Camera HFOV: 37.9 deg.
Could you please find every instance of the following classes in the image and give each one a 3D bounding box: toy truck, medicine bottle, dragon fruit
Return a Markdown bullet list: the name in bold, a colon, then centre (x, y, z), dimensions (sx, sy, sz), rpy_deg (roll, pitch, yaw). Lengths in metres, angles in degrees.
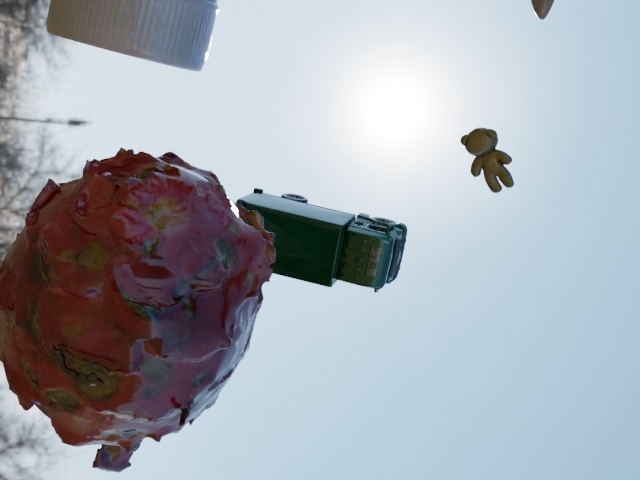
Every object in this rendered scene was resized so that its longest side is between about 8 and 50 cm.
- **toy truck**: centre (0.000, 0.000, 0.838), dimensions (0.079, 0.147, 0.065), rpy_deg (-44, 146, -72)
- **medicine bottle**: centre (-0.149, -0.305, 0.857), dimensions (0.165, 0.165, 0.273), rpy_deg (31, -72, 61)
- **dragon fruit**: centre (-0.147, 0.059, 0.710), dimensions (0.210, 0.205, 0.268), rpy_deg (30, -56, 23)

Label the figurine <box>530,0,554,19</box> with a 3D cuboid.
- **figurine**: centre (0.307, -0.394, 1.290), dimensions (0.138, 0.125, 0.125), rpy_deg (-66, -147, 35)

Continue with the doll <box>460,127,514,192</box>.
- **doll**: centre (0.233, -0.112, 1.301), dimensions (0.062, 0.051, 0.093), rpy_deg (-21, -96, 27)
